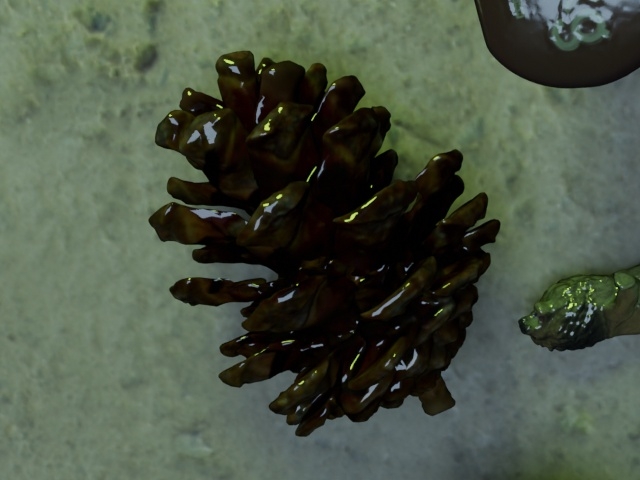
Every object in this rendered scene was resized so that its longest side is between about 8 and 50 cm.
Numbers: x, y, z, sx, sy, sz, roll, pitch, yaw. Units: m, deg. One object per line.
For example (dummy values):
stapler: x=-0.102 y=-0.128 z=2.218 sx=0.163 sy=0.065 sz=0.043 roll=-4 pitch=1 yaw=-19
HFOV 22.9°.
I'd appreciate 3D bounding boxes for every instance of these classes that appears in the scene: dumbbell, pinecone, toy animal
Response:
dumbbell: x=0.175 y=-0.186 z=1.061 sx=0.124 sy=0.225 sz=0.140 roll=-10 pitch=105 yaw=15
pinecone: x=0.000 y=0.000 z=1.150 sx=0.244 sy=0.244 sz=0.309 roll=-42 pitch=84 yaw=18
toy animal: x=0.261 y=0.046 z=1.193 sx=0.220 sy=0.069 sz=0.086 roll=3 pitch=127 yaw=16
